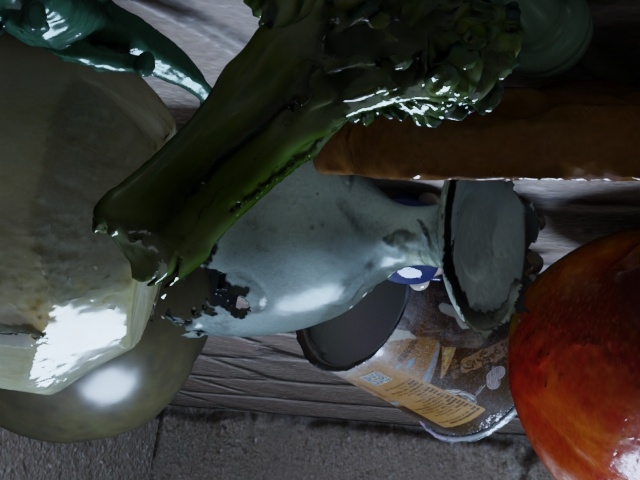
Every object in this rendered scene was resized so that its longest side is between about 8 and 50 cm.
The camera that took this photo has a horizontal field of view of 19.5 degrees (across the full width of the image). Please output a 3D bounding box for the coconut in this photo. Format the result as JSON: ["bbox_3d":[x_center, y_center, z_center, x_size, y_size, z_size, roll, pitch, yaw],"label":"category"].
[{"bbox_3d":[-0.273,-0.034,1.506,0.323,0.323,0.323,9,169,2],"label":"coconut"}]

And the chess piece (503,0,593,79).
[{"bbox_3d":[0.123,-0.151,1.164,0.067,0.067,0.103,2,158,33],"label":"chess piece"}]

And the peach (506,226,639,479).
[{"bbox_3d":[0.350,0.133,1.797,0.289,0.373,0.372,-28,179,-17],"label":"peach"}]

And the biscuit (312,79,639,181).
[{"bbox_3d":[0.215,-0.073,1.284,0.455,0.078,0.350,1,180,17],"label":"biscuit"}]

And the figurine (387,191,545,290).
[{"bbox_3d":[0.115,-0.006,1.821,0.195,0.111,0.102,2,-176,20],"label":"figurine"}]

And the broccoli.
[{"bbox_3d":[0.013,-0.079,1.044,0.198,0.275,0.177,11,148,29],"label":"broccoli"}]

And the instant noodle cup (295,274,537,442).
[{"bbox_3d":[0.104,0.088,1.998,0.207,0.217,0.217,24,162,-39],"label":"instant noodle cup"}]

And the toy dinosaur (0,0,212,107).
[{"bbox_3d":[-0.162,-0.158,1.319,0.292,0.079,0.120,20,170,-34],"label":"toy dinosaur"}]

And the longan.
[{"bbox_3d":[-0.274,0.062,1.977,0.318,0.319,0.319,9,169,2],"label":"longan"}]

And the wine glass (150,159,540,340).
[{"bbox_3d":[0.004,-0.002,1.693,0.357,0.191,0.190,-1,165,27],"label":"wine glass"}]

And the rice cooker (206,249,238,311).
[{"bbox_3d":[-0.183,0.054,2.288,0.165,0.112,0.106,9,163,1],"label":"rice cooker"}]
